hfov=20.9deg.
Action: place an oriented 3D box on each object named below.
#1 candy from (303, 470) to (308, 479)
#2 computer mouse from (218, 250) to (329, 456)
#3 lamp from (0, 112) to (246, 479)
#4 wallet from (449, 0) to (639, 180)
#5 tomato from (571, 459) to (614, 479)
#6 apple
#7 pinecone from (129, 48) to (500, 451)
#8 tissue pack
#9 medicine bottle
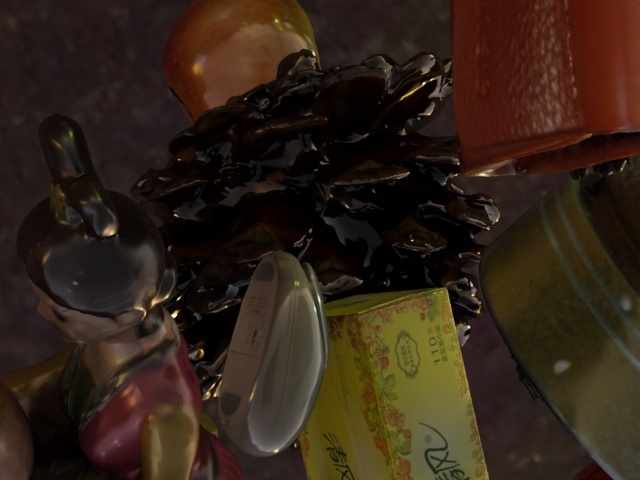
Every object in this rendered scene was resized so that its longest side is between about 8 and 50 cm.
[{"bbox_3d":[0.031,0.261,1.717,0.097,0.194,0.062,40,129,-20],"label":"candy"},{"bbox_3d":[-0.018,0.055,0.817,0.039,0.066,0.096,16,86,-18],"label":"computer mouse"},{"bbox_3d":[-0.073,0.082,0.515,0.118,0.118,0.253,-28,139,-11],"label":"lamp"},{"bbox_3d":[0.058,-0.119,0.439,0.045,0.142,0.204,-1,88,-12],"label":"wallet"},{"bbox_3d":[0.244,0.254,1.276,0.338,0.143,0.338,-15,127,-20],"label":"tomato"},{"bbox_3d":[-0.084,-0.177,1.991,0.173,0.210,0.235,-19,94,-8],"label":"apple"},{"bbox_3d":[0.004,0.004,1.269,0.298,0.242,0.296,-1,99,-45],"label":"pinecone"},{"bbox_3d":[0.037,0.118,0.938,0.062,0.095,0.176,-15,95,-30],"label":"tissue pack"},{"bbox_3d":[0.227,-0.039,0.657,0.322,0.151,0.151,-42,142,21],"label":"medicine bottle"}]
